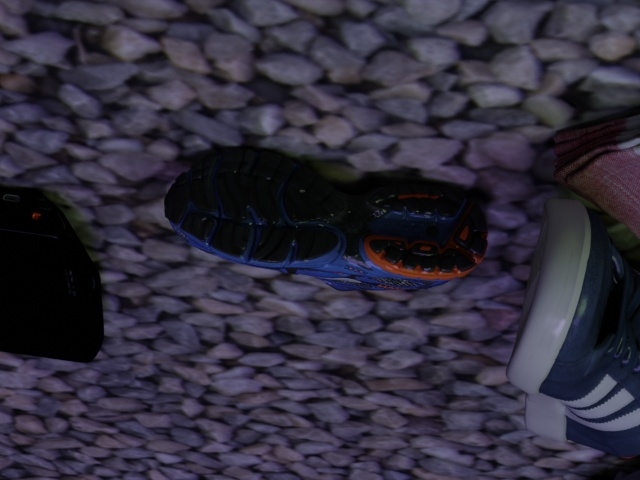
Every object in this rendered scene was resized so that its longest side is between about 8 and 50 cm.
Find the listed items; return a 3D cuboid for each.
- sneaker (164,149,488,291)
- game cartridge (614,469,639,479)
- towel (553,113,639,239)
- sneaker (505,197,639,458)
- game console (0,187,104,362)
[{"bbox_3d":[0.000,0.000,1.231,0.221,0.083,0.087,12,156,-2],"label":"sneaker"},{"bbox_3d":[0.305,0.310,1.686,0.230,0.068,0.355,20,151,-18],"label":"game cartridge"},{"bbox_3d":[0.338,-0.027,1.103,0.329,0.037,0.237,-12,145,42],"label":"towel"},{"bbox_3d":[0.214,0.069,1.210,0.148,0.131,0.350,12,168,14],"label":"sneaker"},{"bbox_3d":[-0.349,0.014,1.382,0.361,0.044,0.213,8,150,3],"label":"game console"}]
